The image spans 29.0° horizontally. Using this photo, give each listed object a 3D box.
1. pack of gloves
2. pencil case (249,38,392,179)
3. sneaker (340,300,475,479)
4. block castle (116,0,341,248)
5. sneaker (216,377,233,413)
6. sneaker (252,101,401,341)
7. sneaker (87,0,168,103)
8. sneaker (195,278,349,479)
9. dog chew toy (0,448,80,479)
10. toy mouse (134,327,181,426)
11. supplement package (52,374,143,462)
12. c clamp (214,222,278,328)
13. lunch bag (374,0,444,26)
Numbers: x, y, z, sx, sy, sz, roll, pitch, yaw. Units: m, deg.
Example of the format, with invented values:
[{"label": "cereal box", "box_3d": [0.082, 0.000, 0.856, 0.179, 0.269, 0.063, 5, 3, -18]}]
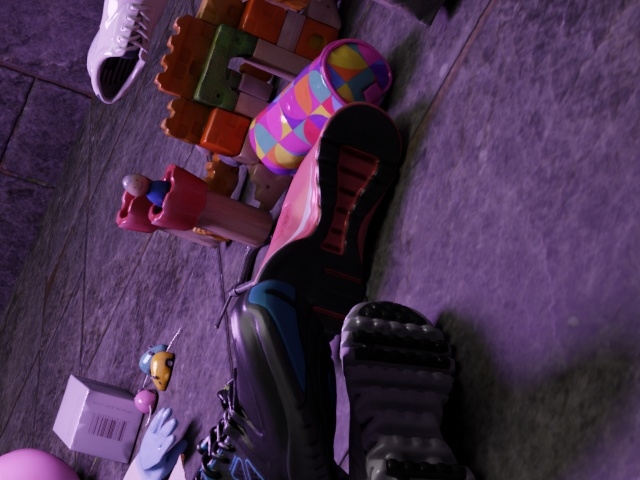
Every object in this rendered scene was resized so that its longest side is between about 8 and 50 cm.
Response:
[{"label": "pack of gloves", "box_3d": [-0.222, 0.367, 1.760, 0.232, 0.046, 0.195, -62, 33, 32]}, {"label": "pencil case", "box_3d": [-0.002, -0.159, 1.530, 0.236, 0.105, 0.104, 141, 142, -60]}, {"label": "sneaker", "box_3d": [0.061, 0.171, 1.085, 0.292, 0.110, 0.118, -94, 20, -49]}, {"label": "block castle", "box_3d": [-0.149, -0.218, 1.766, 0.303, 0.213, 0.453, 1, 72, 69]}, {"label": "sneaker", "box_3d": [-0.080, 0.175, 1.468, 0.067, 0.078, 0.188, -16, 58, 66]}, {"label": "sneaker", "box_3d": [0.001, 0.000, 1.405, 0.313, 0.116, 0.136, -67, 10, -5]}, {"label": "sneaker", "box_3d": [-0.260, -0.298, 1.732, 0.258, 0.094, 0.091, 117, 144, -44]}, {"label": "sneaker", "box_3d": [-0.051, 0.184, 1.077, 0.125, 0.140, 0.340, -78, -17, -55]}, {"label": "dog chew toy", "box_3d": [-0.530, 0.467, 2.237, 0.332, 0.207, 0.206, -179, 106, -77]}, {"label": "toy mouse", "box_3d": [-0.279, 0.224, 2.011, 0.143, 0.031, 0.161, -25, 50, 63]}, {"label": "supplement package", "box_3d": [-0.375, 0.299, 2.094, 0.179, 0.105, 0.105, 5, 79, 69]}, {"label": "c clamp", "box_3d": [-0.090, 0.045, 1.695, 0.161, 0.022, 0.137, -32, 37, 60]}, {"label": "lunch bag", "box_3d": [0.038, -0.399, 1.414, 0.169, 0.235, 0.287, -55, 24, 24]}]
